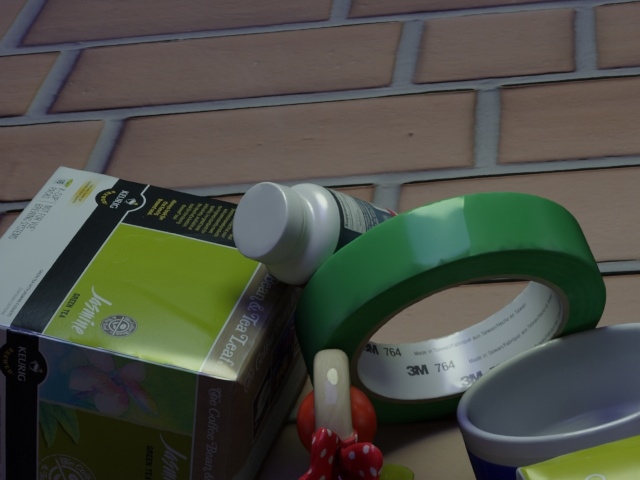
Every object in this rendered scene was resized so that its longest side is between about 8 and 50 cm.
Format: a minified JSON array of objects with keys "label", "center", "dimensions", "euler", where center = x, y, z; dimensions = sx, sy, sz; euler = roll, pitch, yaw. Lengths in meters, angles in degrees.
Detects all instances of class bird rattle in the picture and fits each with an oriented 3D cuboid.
[{"label":"bird rattle","center":[0.009,0.207,1.933],"dimensions":[0.143,0.253,0.207],"euler":[-10,67,9]}]

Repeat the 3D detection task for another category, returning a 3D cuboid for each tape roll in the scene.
[{"label":"tape roll","center":[0.135,0.075,2.064],"dimensions":[0.321,0.321,0.077],"euler":[-13,57,-8]}]

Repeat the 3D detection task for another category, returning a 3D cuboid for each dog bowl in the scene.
[{"label":"dog bowl","center":[0.275,0.183,1.981],"dimensions":[0.265,0.104,0.265],"euler":[-16,16,5]}]

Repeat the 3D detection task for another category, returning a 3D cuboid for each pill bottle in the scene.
[{"label":"pill bottle","center":[0.000,0.000,2.054],"dimensions":[0.180,0.108,0.108],"euler":[17,6,-43]}]

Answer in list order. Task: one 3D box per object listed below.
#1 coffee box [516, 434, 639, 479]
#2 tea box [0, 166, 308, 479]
[{"label":"coffee box","center":[0.364,0.344,1.473],"dimensions":[0.338,0.334,0.338],"euler":[-13,28,-8]},{"label":"tea box","center":[-0.196,0.112,2.132],"dimensions":[0.323,0.220,0.329],"euler":[12,32,12]}]
